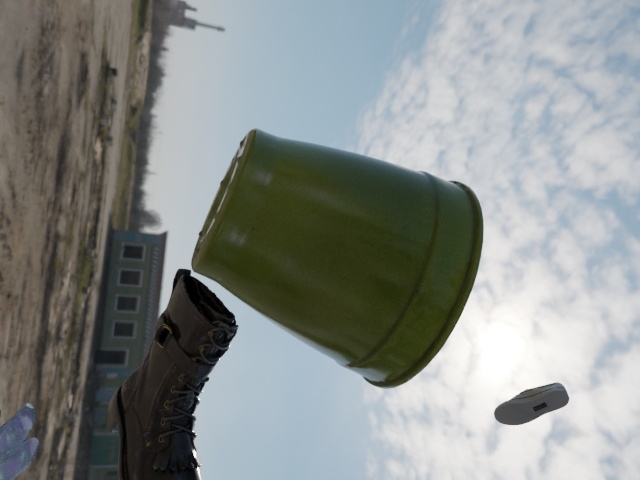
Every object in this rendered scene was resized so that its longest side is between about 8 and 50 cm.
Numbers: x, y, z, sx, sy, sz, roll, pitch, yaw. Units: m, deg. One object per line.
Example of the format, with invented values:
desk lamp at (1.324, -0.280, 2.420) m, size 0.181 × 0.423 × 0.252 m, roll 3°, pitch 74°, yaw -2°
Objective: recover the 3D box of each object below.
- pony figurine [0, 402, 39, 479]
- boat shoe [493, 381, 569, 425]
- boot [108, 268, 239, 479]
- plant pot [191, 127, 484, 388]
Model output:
pony figurine at (-0.435, 0.150, 0.365) m, size 0.303 × 0.350 × 0.363 m, roll 65°, pitch -17°, yaw -5°
boat shoe at (0.280, 0.215, 0.720) m, size 0.100 × 0.035 × 0.035 m, roll -31°, pitch -175°, yaw 22°
boot at (-0.167, 0.185, 0.658) m, size 0.263 × 0.091 × 0.229 m, roll 45°, pitch -71°, yaw 39°
plant pot at (0.000, 0.000, 0.860) m, size 0.367 × 0.352 × 0.367 m, roll -57°, pitch -162°, yaw 30°
